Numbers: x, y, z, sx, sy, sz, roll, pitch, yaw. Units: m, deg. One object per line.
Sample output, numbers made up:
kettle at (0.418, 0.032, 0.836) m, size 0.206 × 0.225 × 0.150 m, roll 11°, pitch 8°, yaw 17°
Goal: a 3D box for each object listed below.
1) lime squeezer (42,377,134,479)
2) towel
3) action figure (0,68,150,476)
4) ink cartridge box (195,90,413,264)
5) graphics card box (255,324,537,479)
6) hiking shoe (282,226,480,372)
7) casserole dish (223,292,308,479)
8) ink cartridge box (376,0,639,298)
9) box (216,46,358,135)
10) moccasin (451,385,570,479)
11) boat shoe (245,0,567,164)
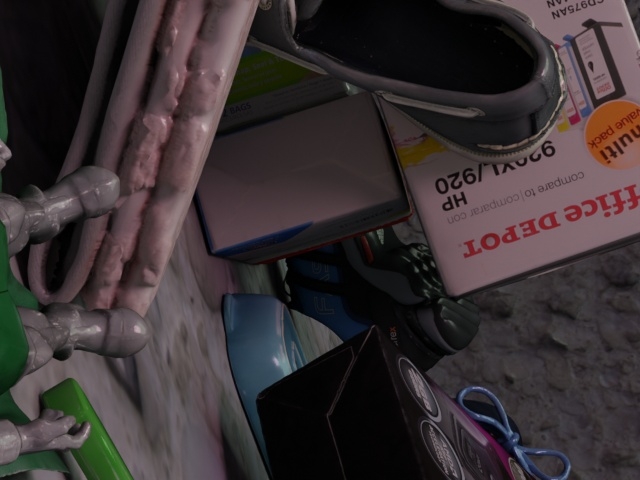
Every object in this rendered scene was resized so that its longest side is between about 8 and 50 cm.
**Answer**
lime squeezer at (-0.038, 0.187, 0.558) m, size 0.110 × 0.059 × 0.310 m, roll 36°, pitch -20°, yaw 38°
towel at (-0.037, -0.157, 0.602) m, size 0.317 × 0.053 × 0.331 m, roll -87°, pitch -163°, yaw -72°
action figure at (-0.097, 0.017, 0.330) m, size 0.232 × 0.064 × 0.137 m, roll -33°, pitch 110°, yaw -81°
ink cartridge box at (-0.007, -0.038, 0.996) m, size 0.231 × 0.134 × 0.078 m, roll 29°, pitch 44°, yaw -83°
graphics card box at (0.114, 0.237, 0.800) m, size 0.371 × 0.094 × 0.232 m, roll 44°, pitch 21°, yaw -41°
hiking shoe at (0.000, 0.000, 1.176) m, size 0.304 × 0.132 × 0.113 m, roll 54°, pitch 22°, yaw 18°
casserole dish at (-0.021, 0.117, 0.924) m, size 0.114 × 0.037 × 0.188 m, roll -95°, pitch 167°, yaw -66°
ink cartridge box at (0.131, -0.093, 0.923) m, size 0.168 × 0.171 × 0.232 m, roll 20°, pitch 51°, yaw -82°
box at (-0.054, -0.195, 1.083) m, size 0.103 × 0.114 × 0.203 m, roll -16°, pitch 90°, yaw -83°
moccasin at (0.114, 0.178, 1.141) m, size 0.137 × 0.117 × 0.342 m, roll 51°, pitch -12°, yaw -21°
boat shoe at (0.004, -0.156, 0.806) m, size 0.319 × 0.116 × 0.099 m, roll 32°, pitch -4°, yaw 9°
